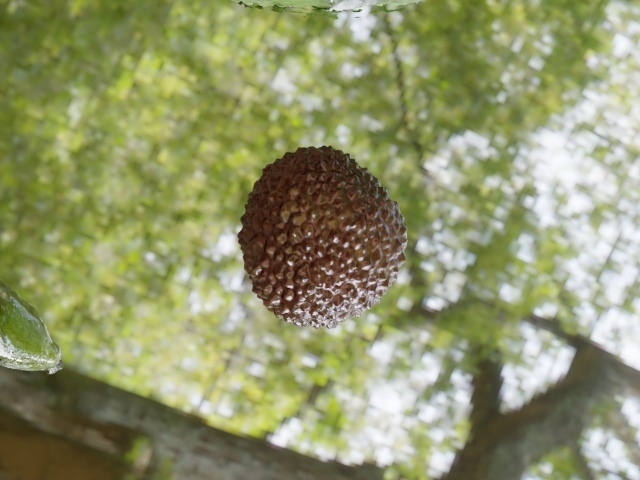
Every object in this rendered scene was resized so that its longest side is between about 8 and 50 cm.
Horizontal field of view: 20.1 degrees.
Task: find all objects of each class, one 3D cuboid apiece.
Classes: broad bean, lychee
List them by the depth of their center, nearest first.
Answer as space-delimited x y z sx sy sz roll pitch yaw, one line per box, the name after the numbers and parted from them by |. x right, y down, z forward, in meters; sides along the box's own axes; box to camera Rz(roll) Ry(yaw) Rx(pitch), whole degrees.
0.002 0.000 1.272 0.123 0.123 0.129 -39 -157 36 | lychee
-0.280 0.054 1.511 0.048 0.213 0.070 -16 -131 31 | broad bean

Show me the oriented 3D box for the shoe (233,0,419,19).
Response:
0.014 -0.188 0.880 0.262 0.140 0.128 -85 -168 -60 | shoe
